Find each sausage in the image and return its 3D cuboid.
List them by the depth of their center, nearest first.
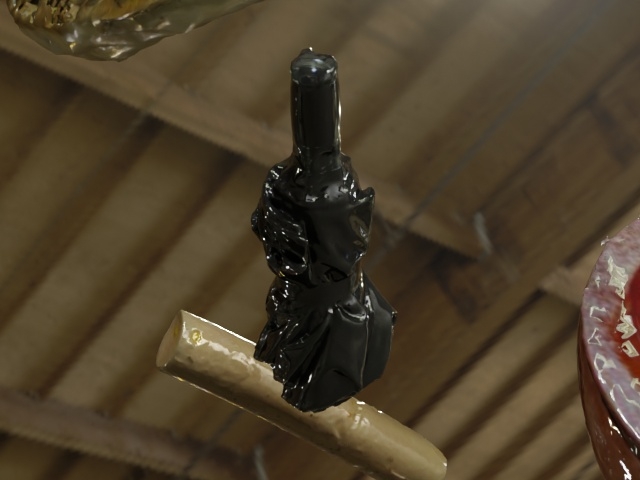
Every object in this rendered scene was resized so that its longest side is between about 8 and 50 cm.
[{"bbox_3d":[-0.011,0.154,1.472,0.301,0.066,0.066,28,-65,-21],"label":"sausage"}]

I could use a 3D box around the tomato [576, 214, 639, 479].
[{"bbox_3d":[0.208,0.079,0.742,0.228,0.199,0.112,5,-43,-15],"label":"tomato"}]

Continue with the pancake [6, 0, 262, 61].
[{"bbox_3d":[0.008,-0.221,0.620,0.082,0.387,0.387,37,-71,-27],"label":"pancake"}]

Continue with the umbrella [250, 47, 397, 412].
[{"bbox_3d":[0.000,0.000,1.200,0.118,0.118,0.340,-15,-43,-15],"label":"umbrella"}]
